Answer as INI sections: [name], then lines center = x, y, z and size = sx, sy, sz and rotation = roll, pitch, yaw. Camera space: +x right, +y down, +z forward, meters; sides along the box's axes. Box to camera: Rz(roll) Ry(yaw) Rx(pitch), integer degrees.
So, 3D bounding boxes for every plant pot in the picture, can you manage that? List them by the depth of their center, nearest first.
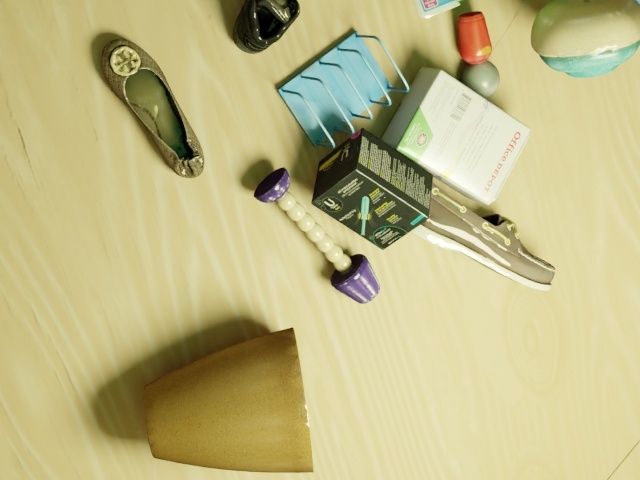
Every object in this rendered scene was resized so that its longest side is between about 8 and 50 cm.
[plant pot]
center = -0.151, 0.278, 1.763
size = 0.254, 0.237, 0.237
rotation = -9, 104, -5

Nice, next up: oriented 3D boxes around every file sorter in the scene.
[file sorter]
center = 0.042, -0.244, 1.778
size = 0.170, 0.104, 0.118
rotation = -38, 112, -10

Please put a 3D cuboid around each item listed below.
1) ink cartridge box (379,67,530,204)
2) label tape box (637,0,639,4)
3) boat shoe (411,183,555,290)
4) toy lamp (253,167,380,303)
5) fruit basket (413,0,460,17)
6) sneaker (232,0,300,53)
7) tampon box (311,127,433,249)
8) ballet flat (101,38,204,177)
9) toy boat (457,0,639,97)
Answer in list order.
[ink cartridge box]
center = 0.233, -0.178, 1.871
size = 0.212, 0.093, 0.154
rotation = 29, 90, -22
[label tape box]
center = 0.609, -0.526, 1.868
size = 0.241, 0.106, 0.333
rotation = 13, 113, -32
[boat shoe]
center = 0.290, -0.006, 1.919
size = 0.324, 0.116, 0.096
rotation = 24, 95, -18
[toy lamp]
center = 0.000, 0.000, 1.828
size = 0.080, 0.080, 0.274
rotation = -46, 110, -7
[fruit basket]
center = 0.245, -0.579, 1.757
size = 0.327, 0.165, 0.353
rotation = -24, 105, -15
[sneaker]
center = -0.065, -0.405, 1.691
size = 0.087, 0.130, 0.227
rotation = 19, 88, -23
[tampon box]
center = 0.087, -0.085, 1.802
size = 0.161, 0.120, 0.101
rotation = 32, 45, -24
[ballet flat]
center = -0.255, -0.203, 1.697
size = 0.084, 0.058, 0.250
rotation = -34, 111, -12
[toy boat]
center = 0.388, -0.329, 1.835
size = 0.318, 0.267, 0.148
rotation = -5, 112, 20
